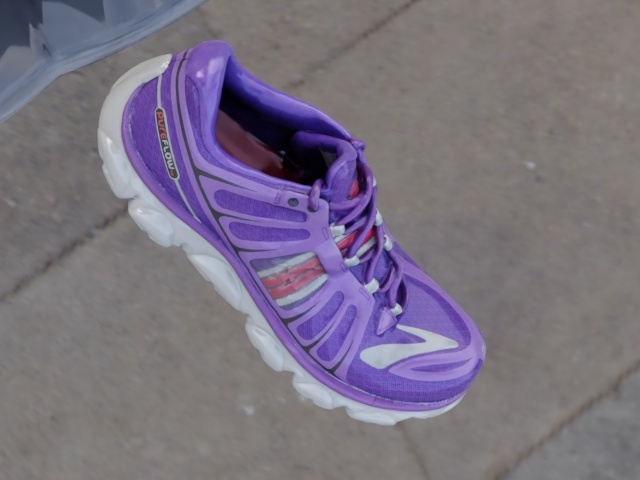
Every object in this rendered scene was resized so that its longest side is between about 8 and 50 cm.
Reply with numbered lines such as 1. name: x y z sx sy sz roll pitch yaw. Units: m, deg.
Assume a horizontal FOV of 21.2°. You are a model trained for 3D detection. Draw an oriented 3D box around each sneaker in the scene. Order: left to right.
1. sneaker: 0.000 0.000 0.582 0.170 0.071 0.068 41 47 -24

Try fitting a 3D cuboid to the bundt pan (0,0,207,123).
1. bundt pan: -0.093 -0.130 0.283 0.331 0.331 0.124 -27 75 -19
